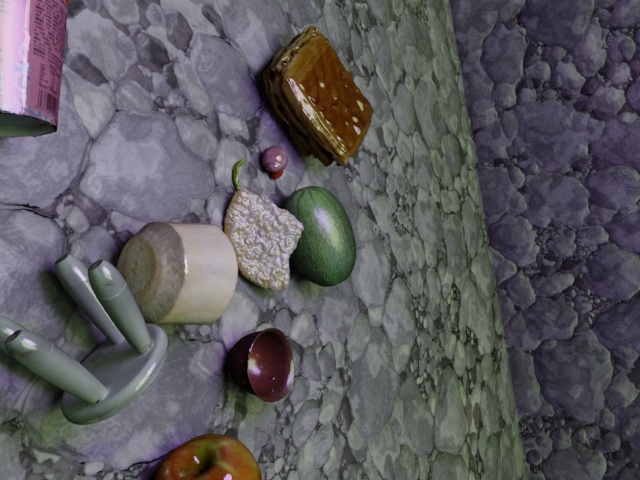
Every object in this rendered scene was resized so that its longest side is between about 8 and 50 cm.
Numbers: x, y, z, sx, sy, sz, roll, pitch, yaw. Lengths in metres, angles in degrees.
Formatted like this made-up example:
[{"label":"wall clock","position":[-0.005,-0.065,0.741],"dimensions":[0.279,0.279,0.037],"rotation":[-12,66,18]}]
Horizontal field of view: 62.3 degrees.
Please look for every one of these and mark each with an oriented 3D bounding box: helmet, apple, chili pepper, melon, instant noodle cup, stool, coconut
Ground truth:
[{"label":"helmet","position":[-0.141,0.277,1.185],"dimensions":[0.175,0.106,0.155],"rotation":[46,51,-41]},{"label":"apple","position":[-0.205,0.468,0.991],"dimensions":[0.196,0.196,0.196],"rotation":[16,70,-51]},{"label":"chili pepper","position":[-0.199,-0.160,1.279],"dimensions":[0.030,0.017,0.083],"rotation":[15,73,-52]},{"label":"melon","position":[0.000,0.000,1.374],"dimensions":[0.182,0.182,0.288],"rotation":[-28,102,-52]},{"label":"instant noodle cup","position":[-0.481,-0.278,0.758],"dimensions":[0.243,0.243,0.231],"rotation":[-1,90,-54]},{"label":"stool","position":[-0.369,0.148,0.826],"dimensions":[0.195,0.195,0.199],"rotation":[-47,122,-32]},{"label":"coconut","position":[-0.256,0.062,1.004],"dimensions":[0.222,0.202,0.202],"rotation":[9,75,-49]}]

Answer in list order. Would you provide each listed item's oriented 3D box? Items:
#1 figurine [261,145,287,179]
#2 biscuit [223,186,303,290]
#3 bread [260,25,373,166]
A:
[{"label":"figurine","position":[-0.117,-0.209,1.358],"dimensions":[0.071,0.067,0.083],"rotation":[48,27,-64]},{"label":"biscuit","position":[-0.130,-0.005,1.256],"dimensions":[0.188,0.040,0.265],"rotation":[-22,98,-19]},{"label":"bread","position":[-0.019,-0.376,1.445],"dimensions":[0.324,0.167,0.277],"rotation":[49,47,-24]}]
